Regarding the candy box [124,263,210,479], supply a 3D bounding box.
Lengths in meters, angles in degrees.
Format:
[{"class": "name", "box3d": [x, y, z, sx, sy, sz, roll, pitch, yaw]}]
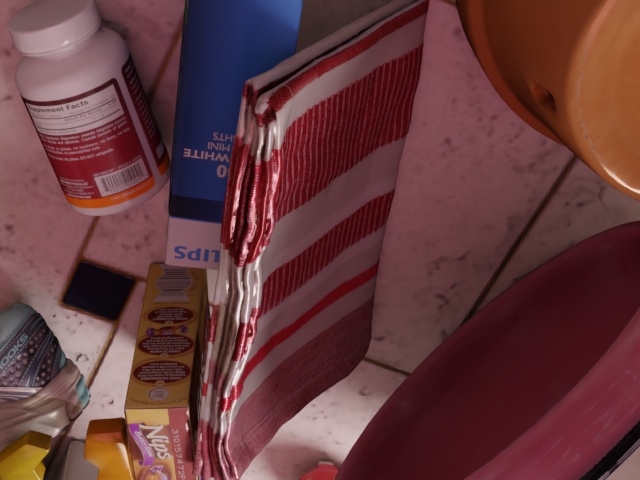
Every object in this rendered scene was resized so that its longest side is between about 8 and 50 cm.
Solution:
[{"class": "candy box", "box3d": [-0.118, 0.113, 1.030, 0.053, 0.186, 0.109, -2, 123, -1]}]

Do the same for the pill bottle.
[{"class": "pill bottle", "box3d": [-0.171, -0.101, 0.948, 0.086, 0.086, 0.152, -13, 122, 6]}]

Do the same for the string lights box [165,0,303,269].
[{"class": "string lights box", "box3d": [-0.061, -0.120, 0.910, 0.077, 0.133, 0.259, 5, 123, -6]}]

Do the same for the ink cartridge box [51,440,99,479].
[{"class": "ink cartridge box", "box3d": [-0.197, 0.347, 1.223, 0.197, 0.114, 0.273, 21, 120, -14]}]

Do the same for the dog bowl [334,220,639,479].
[{"class": "dog bowl", "box3d": [0.173, 0.149, 0.960, 0.408, 0.408, 0.150, -40, 98, 21]}]

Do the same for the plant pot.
[{"class": "plant pot", "box3d": [0.244, -0.152, 0.859, 0.291, 0.203, 0.291, -1, 124, -2]}]

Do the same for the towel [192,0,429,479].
[{"class": "towel", "box3d": [0.000, 0.000, 0.946, 0.037, 0.237, 0.329, 24, 125, 21]}]

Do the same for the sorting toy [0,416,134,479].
[{"class": "sorting toy", "box3d": [-0.217, 0.287, 1.093, 0.229, 0.041, 0.307, -5, 122, 2]}]

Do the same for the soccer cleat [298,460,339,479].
[{"class": "soccer cleat", "box3d": [0.078, 0.292, 1.209, 0.248, 0.095, 0.083, 29, 118, -19]}]

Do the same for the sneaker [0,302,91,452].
[{"class": "sneaker", "box3d": [-0.344, 0.129, 1.100, 0.283, 0.110, 0.122, -18, 105, 6]}]
